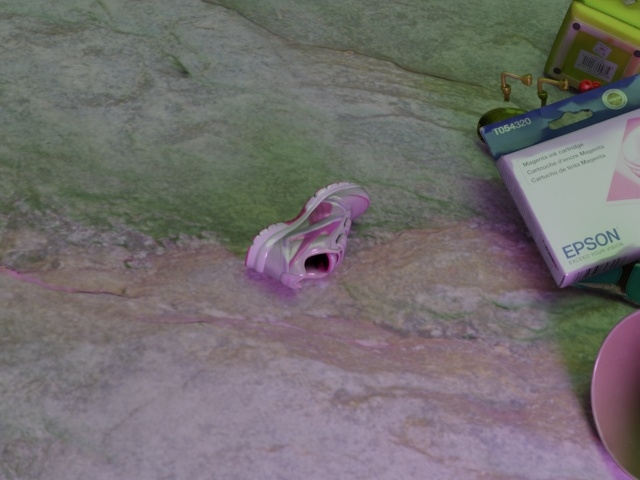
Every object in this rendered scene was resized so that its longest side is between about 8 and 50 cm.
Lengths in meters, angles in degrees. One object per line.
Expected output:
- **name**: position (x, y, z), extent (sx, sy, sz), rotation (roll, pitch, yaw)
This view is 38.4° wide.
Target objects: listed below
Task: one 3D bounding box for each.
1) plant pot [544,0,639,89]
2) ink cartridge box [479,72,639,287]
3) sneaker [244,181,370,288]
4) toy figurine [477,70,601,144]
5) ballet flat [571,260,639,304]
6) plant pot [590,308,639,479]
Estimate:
- **plant pot**: position (0.612, -0.426, 1.939), extent (0.228, 0.227, 0.207), rotation (29, 55, 12)
- **ink cartridge box**: position (0.482, -0.122, 1.556), extent (0.324, 0.071, 0.330), rotation (-20, 68, -6)
- **sneaker**: position (0.000, 0.000, 1.492), extent (0.111, 0.103, 0.252), rotation (42, 59, 18)
- **toy figurine**: position (0.474, -0.152, 1.674), extent (0.362, 0.191, 0.217), rotation (11, 48, -1)
- **ballet flat**: position (0.511, 0.054, 1.571), extent (0.240, 0.091, 0.077), rotation (17, 24, -3)
- **plant pot**: position (0.585, 0.227, 1.340), extent (0.273, 0.256, 0.257), rotation (5, 45, -31)
